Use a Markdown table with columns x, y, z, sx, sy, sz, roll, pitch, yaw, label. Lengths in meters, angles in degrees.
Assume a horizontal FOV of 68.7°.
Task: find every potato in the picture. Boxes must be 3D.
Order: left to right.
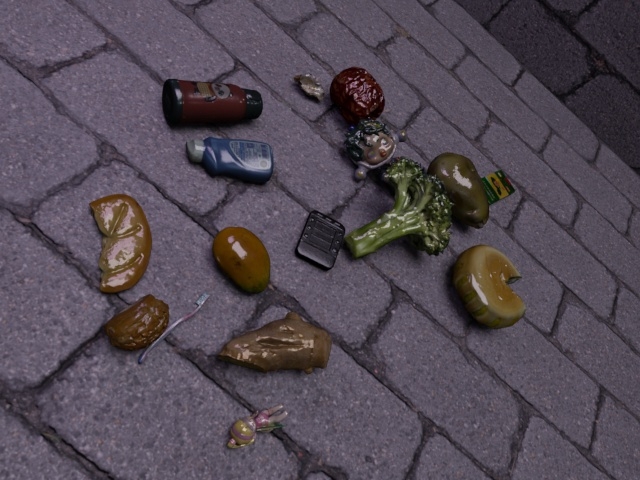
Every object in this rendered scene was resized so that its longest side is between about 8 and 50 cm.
| x | y | z | sx | sy | sz | roll | pitch | yaw | label |
| --- | --- | --- | --- | --- | --- | --- | --- | --- | --- |
| 0.583 | -0.205 | 1.951 | 0.203 | 0.218 | 0.351 | -32 | 84 | -10 | potato |

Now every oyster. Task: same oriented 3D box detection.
| x | y | z | sx | sy | sz | roll | pitch | yaw | label |
| --- | --- | --- | --- | --- | --- | --- | --- | --- | --- |
| -0.048 | -0.631 | 1.924 | 0.148 | 0.051 | 0.103 | 38 | 49 | -26 | oyster |

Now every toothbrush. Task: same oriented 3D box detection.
| x | y | z | sx | sy | sz | roll | pitch | yaw | label |
| --- | --- | --- | --- | --- | --- | --- | --- | --- | --- |
| -0.402 | 0.238 | 1.299 | 0.027 | 0.021 | 0.269 | 36 | 52 | 8 | toothbrush |

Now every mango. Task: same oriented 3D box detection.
| x | y | z | sx | sy | sz | roll | pitch | yaw | label |
| --- | --- | --- | --- | --- | --- | --- | --- | --- | --- |
| -0.231 | 0.055 | 1.429 | 0.221 | 0.120 | 0.151 | 48 | 56 | -7 | mango |

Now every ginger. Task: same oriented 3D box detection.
| x | y | z | sx | sy | sz | roll | pitch | yaw | label |
| --- | --- | --- | --- | --- | --- | --- | --- | --- | --- |
| -0.123 | 0.308 | 1.352 | 0.354 | 0.126 | 0.189 | -5 | 73 | -32 | ginger |

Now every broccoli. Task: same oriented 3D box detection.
| x | y | z | sx | sy | sz | roll | pitch | yaw | label |
| --- | --- | --- | --- | --- | --- | --- | --- | --- | --- |
| 0.305 | -0.047 | 1.709 | 0.353 | 0.275 | 0.397 | 31 | 80 | -4 | broccoli |

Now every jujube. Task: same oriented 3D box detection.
| x | y | z | sx | sy | sz | roll | pitch | yaw | label |
| --- | --- | --- | --- | --- | --- | --- | --- | --- | --- |
| 0.151 | -0.592 | 1.914 | 0.213 | 0.213 | 0.232 | -23 | 69 | -35 | jujube |

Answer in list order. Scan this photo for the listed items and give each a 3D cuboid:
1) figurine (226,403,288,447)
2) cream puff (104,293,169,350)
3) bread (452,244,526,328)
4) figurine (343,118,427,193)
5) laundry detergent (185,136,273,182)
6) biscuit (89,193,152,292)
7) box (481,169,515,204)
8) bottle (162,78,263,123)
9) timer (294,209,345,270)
| x | y | z | sx | sy | sz | roll | pitch | yaw | label |
| --- | --- | --- | --- | --- | --- | --- | --- | --- | --- |
| -0.170 | 0.503 | 1.270 | 0.187 | 0.083 | 0.083 | -14 | 72 | -46 | figurine |
| -0.464 | 0.218 | 1.205 | 0.165 | 0.150 | 0.115 | -29 | 100 | 0 | cream puff |
| 0.638 | 0.178 | 1.816 | 0.333 | 0.160 | 0.332 | 14 | 58 | -22 | bread |
| 0.251 | -0.314 | 1.849 | 0.382 | 0.186 | 0.261 | 47 | 74 | -7 | figurine |
| -0.307 | -0.278 | 1.581 | 0.290 | 0.094 | 0.143 | 5 | 69 | -23 | laundry detergent |
| -0.556 | 0.001 | 1.323 | 0.154 | 0.045 | 0.299 | -4 | 68 | -32 | biscuit |
| 0.819 | -0.250 | 2.216 | 0.235 | 0.034 | 0.132 | -24 | 78 | -35 | box |
| -0.362 | -0.475 | 1.620 | 0.336 | 0.144 | 0.144 | -9 | 70 | -35 | bottle |
| 0.000 | 0.000 | 1.627 | 0.144 | 0.055 | 0.187 | 27 | 59 | -12 | timer |
